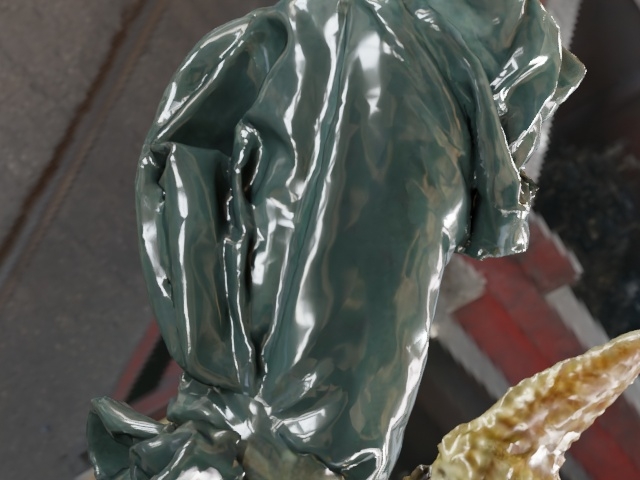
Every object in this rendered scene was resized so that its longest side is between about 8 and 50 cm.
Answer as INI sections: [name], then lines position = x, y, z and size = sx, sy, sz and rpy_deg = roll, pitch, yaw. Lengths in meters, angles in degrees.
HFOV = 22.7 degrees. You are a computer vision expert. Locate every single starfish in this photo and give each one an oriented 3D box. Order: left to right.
[starfish]
position = 0.042, 0.134, 0.500
size = 0.138, 0.247, 0.050
rpy_deg = 52, -5, -28

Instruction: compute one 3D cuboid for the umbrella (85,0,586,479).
[umbrella]
position = 0.001, 0.001, 0.579
size = 0.143, 0.094, 0.349
rpy_deg = 17, 87, -22
